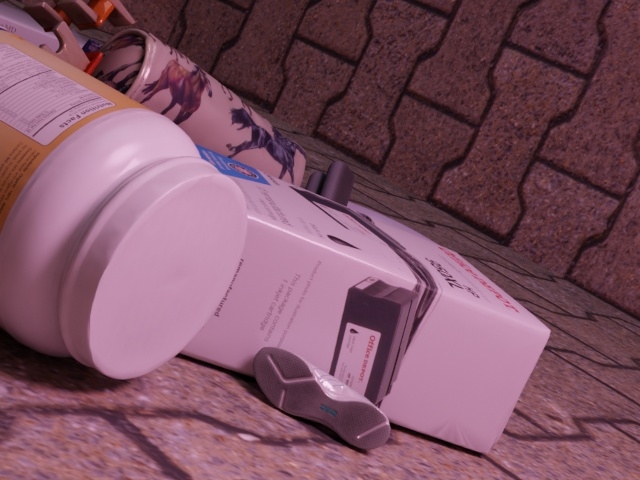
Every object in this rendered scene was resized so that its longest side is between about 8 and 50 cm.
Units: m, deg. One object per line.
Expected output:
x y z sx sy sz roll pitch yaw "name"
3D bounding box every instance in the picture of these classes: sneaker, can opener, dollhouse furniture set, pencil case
0.000 0.156 1.171 0.152 0.053 0.061 32 1 6 "sneaker"
0.000 0.000 1.618 0.093 0.074 0.280 48 32 -28 "can opener"
-0.400 -0.219 1.618 0.259 0.262 0.135 3 -38 39 "dollhouse furniture set"
-0.191 -0.156 1.791 0.410 0.184 0.159 34 44 -47 "pencil case"

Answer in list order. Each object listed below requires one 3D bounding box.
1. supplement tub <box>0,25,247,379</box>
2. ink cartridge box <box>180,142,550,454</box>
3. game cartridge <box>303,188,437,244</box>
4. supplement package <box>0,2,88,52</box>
-0.244 -0.038 1.043 0.316 0.228 0.228 30 11 24 "supplement tub"
0.014 0.061 1.341 0.395 0.166 0.285 22 11 -22 "ink cartridge box"
0.069 0.036 1.695 0.294 0.060 0.196 25 43 -1 "game cartridge"
-0.528 -0.317 2.049 0.262 0.145 0.204 17 13 -37 "supplement package"
